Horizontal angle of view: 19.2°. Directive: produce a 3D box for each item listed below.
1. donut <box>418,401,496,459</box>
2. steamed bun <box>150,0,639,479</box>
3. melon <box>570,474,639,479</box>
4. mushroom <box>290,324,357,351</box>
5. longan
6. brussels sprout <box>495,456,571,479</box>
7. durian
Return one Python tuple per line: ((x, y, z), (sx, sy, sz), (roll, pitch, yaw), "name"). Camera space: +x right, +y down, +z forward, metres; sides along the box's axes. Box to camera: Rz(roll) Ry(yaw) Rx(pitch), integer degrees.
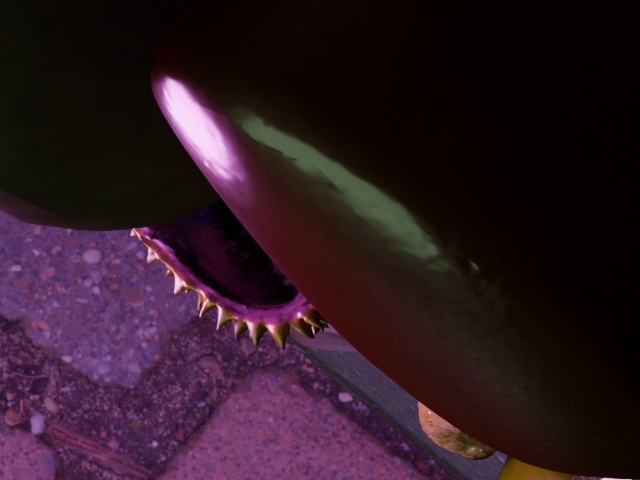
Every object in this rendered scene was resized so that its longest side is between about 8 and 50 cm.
((0.157, 0.138, 1.656), (0.141, 0.085, 0.217), (27, 157, -33), "donut")
((0.106, -0.032, 0.897), (0.248, 0.235, 0.379), (26, 165, 35), "steamed bun")
((0.273, 0.165, 1.160), (0.248, 0.248, 0.329), (40, 174, 0), "melon")
((0.000, 0.000, 1.850), (0.177, 0.126, 0.397), (12, 159, 27), "mushroom")
((-0.156, -0.167, 1.050), (0.361, 0.361, 0.361), (39, 171, 8), "longan")
((0.299, 0.316, 1.694), (0.276, 0.315, 0.371), (17, -177, -42), "brussels sprout")
((-0.053, -0.022, 1.588), (0.186, 0.154, 0.260), (1, -124, -51), "durian")
